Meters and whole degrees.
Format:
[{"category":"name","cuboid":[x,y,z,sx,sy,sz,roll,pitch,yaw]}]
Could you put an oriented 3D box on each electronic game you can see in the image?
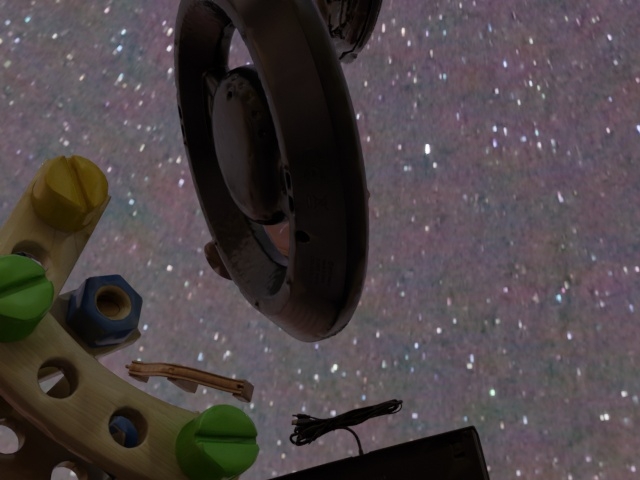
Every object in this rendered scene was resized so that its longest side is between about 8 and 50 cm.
[{"category":"electronic game","cuboid":[-0.031,-0.054,0.547,0.048,0.229,0.229,-14,-55,-21]}]

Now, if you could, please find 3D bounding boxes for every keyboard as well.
[{"category":"keyboard","cuboid":[0.062,0.311,1.307,0.317,0.201,0.033,-17,-25,12]}]

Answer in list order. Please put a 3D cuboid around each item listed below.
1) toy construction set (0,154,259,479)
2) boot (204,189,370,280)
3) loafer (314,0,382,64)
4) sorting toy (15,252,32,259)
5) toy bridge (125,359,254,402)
[{"category":"toy construction set","cuboid":[-0.157,0.125,0.355,0.215,0.328,0.151,52,-31,1]},{"category":"boot","cuboid":[0.000,0.000,1.351,0.283,0.220,0.109,12,-51,48]},{"category":"loafer","cuboid":[0.021,-0.280,1.205,0.084,0.267,0.096,11,-97,-6]},{"category":"sorting toy","cuboid":[-0.279,0.024,0.929,0.042,0.102,0.061,-32,-29,-7]},{"category":"toy bridge","cuboid":[-0.185,0.184,1.307,0.188,0.026,0.063,6,-22,25]}]
